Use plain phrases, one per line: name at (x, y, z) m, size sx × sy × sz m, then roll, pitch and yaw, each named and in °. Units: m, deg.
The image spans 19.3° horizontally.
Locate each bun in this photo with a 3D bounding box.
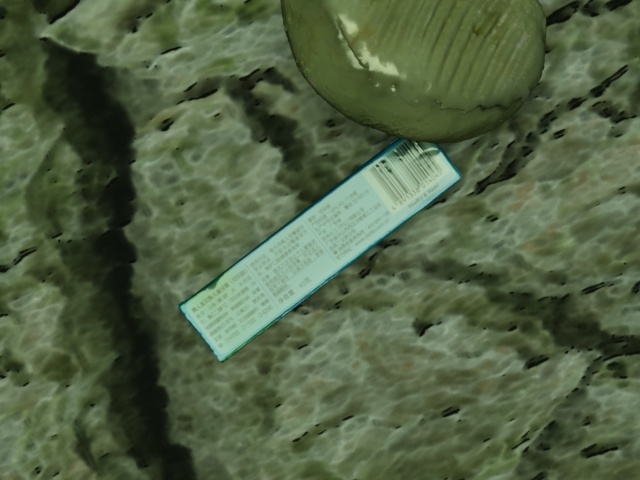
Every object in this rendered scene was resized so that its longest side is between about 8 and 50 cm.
bun at (0.067, -0.181, 1.575) m, size 0.239 × 0.141 × 0.239 m, roll 15°, pitch 56°, yaw -24°

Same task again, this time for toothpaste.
toothpaste at (0.000, 0.000, 1.635) m, size 0.267 × 0.050 × 0.065 m, roll -38°, pitch 92°, yaw 0°
